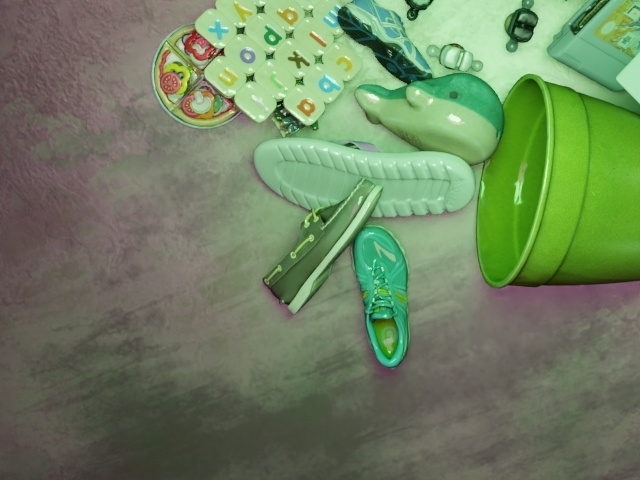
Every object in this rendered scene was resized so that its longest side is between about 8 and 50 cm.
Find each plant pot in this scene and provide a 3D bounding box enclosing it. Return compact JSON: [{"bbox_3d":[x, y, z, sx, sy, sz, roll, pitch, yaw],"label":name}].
[{"bbox_3d":[0.491,-0.074,1.802,0.353,0.366,0.366,9,100,-7],"label":"plant pot"}]

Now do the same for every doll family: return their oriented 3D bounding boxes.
[{"bbox_3d":[-0.061,-0.284,1.942,0.111,0.076,0.193,-31,96,-1],"label":"doll family"}]

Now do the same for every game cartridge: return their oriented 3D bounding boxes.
[{"bbox_3d":[0.554,-0.387,1.790,0.198,0.062,0.297,22,128,-30],"label":"game cartridge"}]

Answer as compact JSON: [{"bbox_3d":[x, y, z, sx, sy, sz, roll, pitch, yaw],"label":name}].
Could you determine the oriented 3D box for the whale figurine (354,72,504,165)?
[{"bbox_3d":[0.200,-0.238,1.879,0.272,0.216,0.141,19,75,28],"label":"whale figurine"}]

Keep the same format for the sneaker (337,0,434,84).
[{"bbox_3d":[0.132,-0.366,1.904,0.211,0.080,0.081,44,66,-4],"label":"sneaker"}]

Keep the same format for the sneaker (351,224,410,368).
[{"bbox_3d":[0.121,0.106,1.969,0.107,0.110,0.275,-11,97,8],"label":"sneaker"}]

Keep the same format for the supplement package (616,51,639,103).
[{"bbox_3d":[0.646,-0.271,1.725,0.175,0.293,0.177,50,120,17],"label":"supplement package"}]

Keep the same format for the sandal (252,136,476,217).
[{"bbox_3d":[0.082,-0.125,1.938,0.416,0.102,0.169,9,134,14],"label":"sandal"}]

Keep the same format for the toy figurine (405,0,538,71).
[{"bbox_3d":[0.266,-0.411,1.863,0.213,0.148,0.209,-29,101,8],"label":"toy figurine"}]

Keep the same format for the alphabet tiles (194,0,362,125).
[{"bbox_3d":[-0.075,-0.351,1.901,0.278,0.021,0.284,40,72,-1],"label":"alphabet tiles"}]

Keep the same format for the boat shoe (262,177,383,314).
[{"bbox_3d":[0.000,0.000,1.931,0.097,0.116,0.324,40,126,7],"label":"boat shoe"}]

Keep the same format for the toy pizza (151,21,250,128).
[{"bbox_3d":[-0.222,-0.311,1.982,0.201,0.032,0.201,1,99,6],"label":"toy pizza"}]
